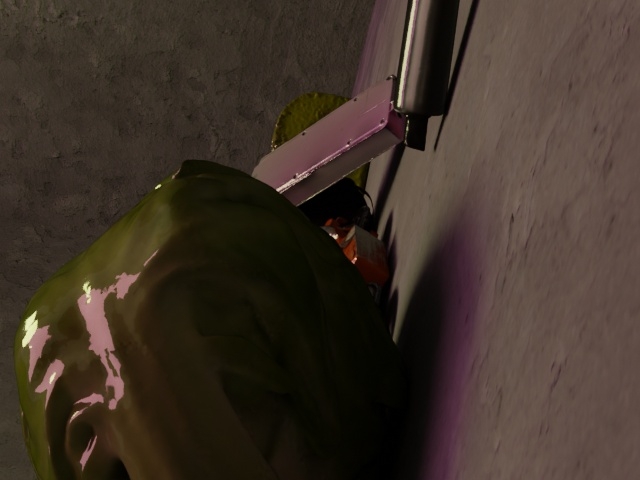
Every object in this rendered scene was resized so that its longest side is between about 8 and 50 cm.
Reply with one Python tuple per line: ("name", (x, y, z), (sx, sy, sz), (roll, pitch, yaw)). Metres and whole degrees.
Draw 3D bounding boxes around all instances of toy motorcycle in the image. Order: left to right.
("toy motorcycle", (-0.004, 0.087, 1.016), (0.221, 0.147, 0.326), (-53, 12, 18))

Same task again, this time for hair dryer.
("hair dryer", (0.071, -0.261, 0.844), (0.320, 0.155, 0.284), (-99, 30, -61))

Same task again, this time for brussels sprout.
("brussels sprout", (-0.070, 0.100, 0.685), (0.247, 0.328, 0.328), (-40, 28, 41))

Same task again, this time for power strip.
("power strip", (0.005, -0.112, 1.191), (0.278, 0.037, 0.109), (-29, 34, 34))

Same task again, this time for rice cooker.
("rice cooker", (0.000, -0.001, 1.267), (0.118, 0.142, 0.203), (87, -167, -47))

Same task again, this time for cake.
("cake", (-0.008, -0.128, 1.677), (0.156, 0.179, 0.261), (105, 178, -63))
